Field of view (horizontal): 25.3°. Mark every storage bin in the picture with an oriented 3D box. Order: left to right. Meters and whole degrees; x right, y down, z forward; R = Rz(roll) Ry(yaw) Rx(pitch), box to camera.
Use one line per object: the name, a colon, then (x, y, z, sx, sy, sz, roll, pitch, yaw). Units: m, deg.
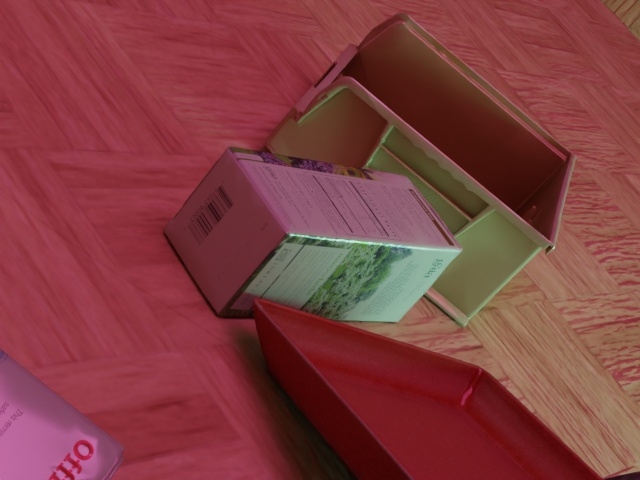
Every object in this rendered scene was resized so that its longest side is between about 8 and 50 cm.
storage bin: (0.105, -0.084, 1.405, 0.260, 0.123, 0.262, 40, 26, -3)

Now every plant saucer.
plant saucer: (0.092, 0.150, 1.041, 0.258, 0.048, 0.259, 20, 16, -38)

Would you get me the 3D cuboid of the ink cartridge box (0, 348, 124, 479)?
ink cartridge box: (-0.205, 0.106, 0.701, 0.175, 0.072, 0.127, 40, 42, -4)

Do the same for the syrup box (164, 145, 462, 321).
syrup box: (0.000, 0.000, 1.161, 0.237, 0.093, 0.096, 5, 43, -51)

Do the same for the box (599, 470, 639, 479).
box: (0.178, 0.314, 0.738, 0.242, 0.076, 0.307, -38, 97, -39)
